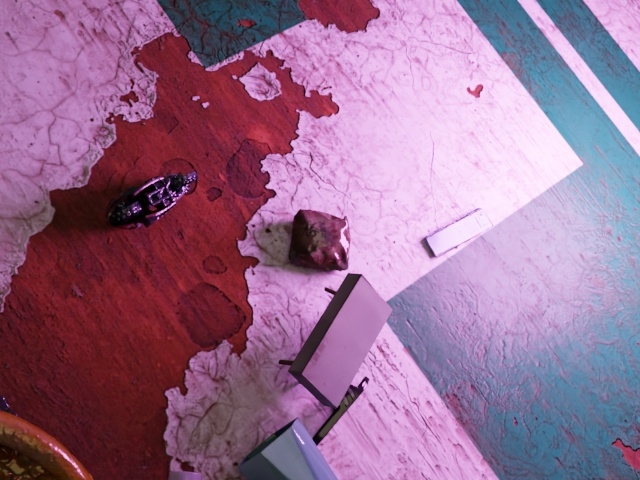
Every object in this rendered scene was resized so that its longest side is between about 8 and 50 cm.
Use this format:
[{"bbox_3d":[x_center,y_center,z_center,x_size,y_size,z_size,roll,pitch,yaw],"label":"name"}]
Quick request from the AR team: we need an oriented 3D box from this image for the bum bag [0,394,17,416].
[{"bbox_3d":[-0.635,0.323,1.449,0.198,0.049,0.087,-7,95,-19],"label":"bum bag"}]

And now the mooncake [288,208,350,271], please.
[{"bbox_3d":[0.000,0.000,1.743,0.130,0.073,0.125,7,70,-12],"label":"mooncake"}]

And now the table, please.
[{"bbox_3d":[0.021,0.193,1.643,0.121,0.111,0.240,50,59,-31],"label":"table"}]

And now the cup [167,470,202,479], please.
[{"bbox_3d":[-0.265,0.480,1.493,0.104,0.074,0.116,-2,65,9],"label":"cup"}]

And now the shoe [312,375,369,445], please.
[{"bbox_3d":[0.028,0.325,1.635,0.049,0.071,0.179,41,69,5],"label":"shoe"}]

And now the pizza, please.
[{"bbox_3d":[-0.553,0.387,1.410,0.365,0.074,0.182,33,83,-15],"label":"pizza"}]

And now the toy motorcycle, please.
[{"bbox_3d":[-0.343,-0.078,1.658,0.213,0.122,0.082,-34,106,-37],"label":"toy motorcycle"}]

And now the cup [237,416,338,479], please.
[{"bbox_3d":[-0.032,0.468,1.535,0.235,0.148,0.134,55,39,3],"label":"cup"}]

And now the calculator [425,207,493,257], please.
[{"bbox_3d":[0.313,-0.020,1.872,0.172,0.018,0.057,-28,79,-24],"label":"calculator"}]
